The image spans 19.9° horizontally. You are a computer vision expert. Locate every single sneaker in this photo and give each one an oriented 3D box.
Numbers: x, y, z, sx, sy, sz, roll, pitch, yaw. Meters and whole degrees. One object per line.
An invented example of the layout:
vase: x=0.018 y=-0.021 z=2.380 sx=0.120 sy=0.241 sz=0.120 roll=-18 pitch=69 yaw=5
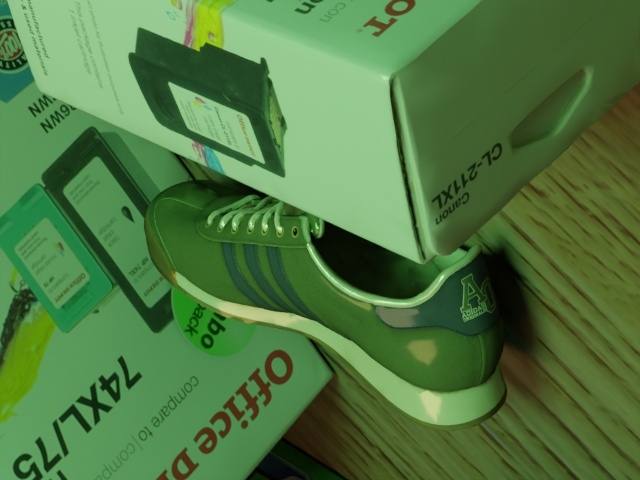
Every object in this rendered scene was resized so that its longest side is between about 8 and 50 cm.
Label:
sneaker: x=0.000 y=0.000 z=0.771 sx=0.192 sy=0.064 sz=0.086 roll=29 pitch=140 yaw=31

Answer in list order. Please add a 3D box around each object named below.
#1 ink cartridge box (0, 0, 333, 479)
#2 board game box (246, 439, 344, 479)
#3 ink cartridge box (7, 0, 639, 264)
ink cartridge box: x=-0.176 y=0.038 z=0.887 sx=0.197 sy=0.198 sz=0.270 roll=-20 pitch=111 yaw=48
board game box: x=-0.081 y=0.238 z=0.912 sx=0.213 sy=0.317 sz=0.046 roll=29 pitch=146 yaw=31
ink cartridge box: x=0.003 y=-0.082 z=0.580 sx=0.175 sy=0.127 sz=0.072 roll=24 pitch=142 yaw=36
